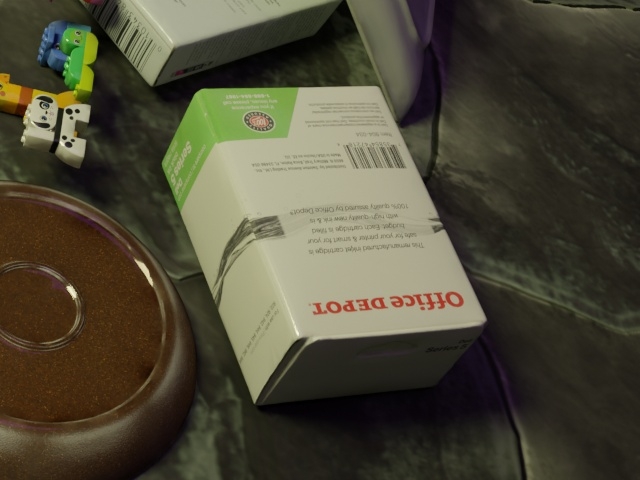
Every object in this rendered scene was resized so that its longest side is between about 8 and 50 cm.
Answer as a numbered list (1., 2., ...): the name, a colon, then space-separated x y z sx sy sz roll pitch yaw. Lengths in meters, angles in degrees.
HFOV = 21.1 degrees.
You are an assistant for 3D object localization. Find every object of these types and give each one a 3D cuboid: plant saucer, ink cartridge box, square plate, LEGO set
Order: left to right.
1. plant saucer: -0.240 0.064 1.403 0.310 0.050 0.311 15 49 -18
2. LEGO set: -0.256 -0.156 1.552 0.093 0.087 0.227 12 56 -16
3. ink cartridge box: -0.145 -0.323 1.756 0.330 0.071 0.324 -23 67 -47
4. ink cartridge box: 0.000 0.000 1.540 0.198 0.115 0.273 -3 56 -30
5. square plate: 0.064 -0.358 1.749 0.049 0.347 0.344 -6 45 17
